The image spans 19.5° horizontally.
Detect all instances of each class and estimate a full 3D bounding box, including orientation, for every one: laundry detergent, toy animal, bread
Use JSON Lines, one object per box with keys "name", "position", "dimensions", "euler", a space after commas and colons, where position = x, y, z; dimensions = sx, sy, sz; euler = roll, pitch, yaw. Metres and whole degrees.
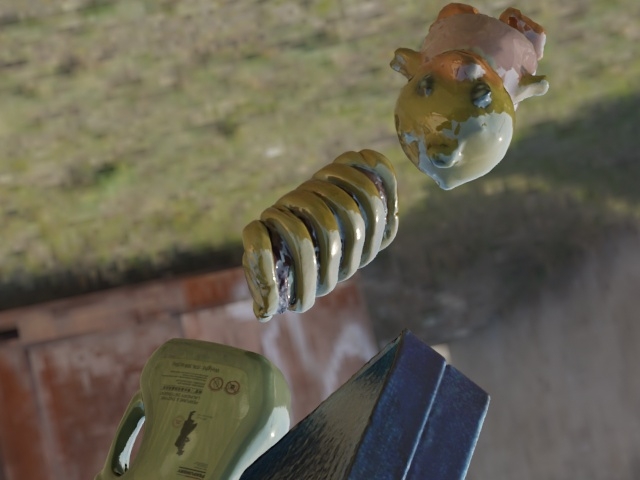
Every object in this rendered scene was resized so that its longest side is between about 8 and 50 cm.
{"name": "laundry detergent", "position": [-0.140, 0.230, 1.897], "dimensions": [0.181, 0.253, 0.091], "euler": [11, 156, 26]}
{"name": "toy animal", "position": [0.165, -0.167, 2.200], "dimensions": [0.195, 0.169, 0.281], "euler": [9, -153, 11]}
{"name": "bread", "position": [0.000, 0.000, 1.954], "dimensions": [0.081, 0.134, 0.225], "euler": [26, -135, 28]}

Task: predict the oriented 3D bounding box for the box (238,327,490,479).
{"name": "box", "position": [0.001, 0.252, 1.586], "dimensions": [0.261, 0.116, 0.279], "euler": [-45, -168, 37]}
